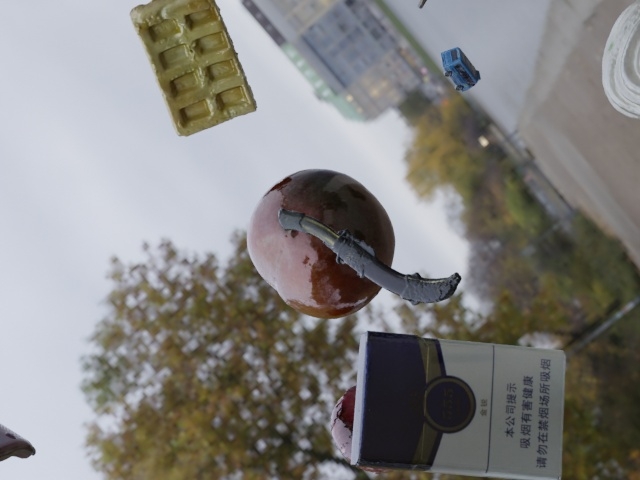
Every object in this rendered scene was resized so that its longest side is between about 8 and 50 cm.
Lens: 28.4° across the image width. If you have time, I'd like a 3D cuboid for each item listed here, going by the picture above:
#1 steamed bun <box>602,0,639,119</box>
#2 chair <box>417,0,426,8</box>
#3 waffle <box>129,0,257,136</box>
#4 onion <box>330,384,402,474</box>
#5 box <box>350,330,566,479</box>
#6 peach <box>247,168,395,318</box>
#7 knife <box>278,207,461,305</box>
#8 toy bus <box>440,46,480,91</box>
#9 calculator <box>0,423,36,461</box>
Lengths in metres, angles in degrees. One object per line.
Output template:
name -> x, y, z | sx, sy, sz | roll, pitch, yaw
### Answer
steamed bun -> 0.423, -0.242, 1.615 | 0.106, 0.183, 0.183 | 19, -171, 1
chair -> 0.149, -0.517, 1.839 | 0.166, 0.272, 0.188 | 26, -147, -16
waffle -> -0.237, -0.334, 2.377 | 0.057, 0.168, 0.274 | -108, -2, -61
onion -> 0.096, 0.343, 2.255 | 0.184, 0.147, 0.184 | 16, -133, -17
box -> 0.169, 0.207, 1.562 | 0.071, 0.259, 0.168 | 128, 146, -76
peach -> 0.000, 0.000, 2.080 | 0.252, 0.252, 0.252 | 48, -171, -10
knife -> 0.041, 0.017, 1.221 | 0.222, 0.046, 0.021 | 23, -163, 35
toy bus -> 0.242, -0.296, 2.189 | 0.083, 0.046, 0.038 | 41, -145, -48
calculator -> -0.448, 0.245, 1.631 | 0.126, 0.034, 0.190 | 30, 179, 9
